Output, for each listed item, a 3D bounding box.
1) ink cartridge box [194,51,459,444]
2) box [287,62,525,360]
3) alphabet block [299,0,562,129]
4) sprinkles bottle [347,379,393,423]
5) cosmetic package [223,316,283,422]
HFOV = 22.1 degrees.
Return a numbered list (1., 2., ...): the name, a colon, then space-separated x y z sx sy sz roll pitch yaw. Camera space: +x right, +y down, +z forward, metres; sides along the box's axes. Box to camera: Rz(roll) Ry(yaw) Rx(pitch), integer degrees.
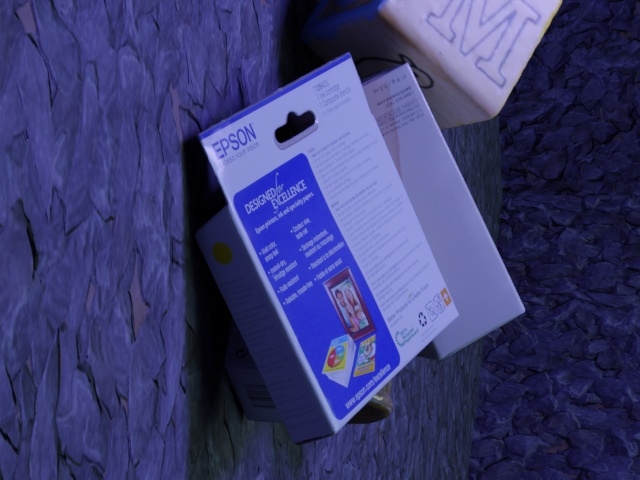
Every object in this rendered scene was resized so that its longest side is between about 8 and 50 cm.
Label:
1. ink cartridge box: 0.000 0.000 1.620 0.303 0.072 0.307 -35 102 -55
2. box: 0.094 -0.031 1.846 0.311 0.121 0.148 64 -14 -6
3. alphabet block: 0.129 -0.264 1.933 0.197 0.192 0.193 39 70 -22
4. sprinkles bottle: 0.042 0.037 1.983 0.121 0.121 0.355 65 27 -65
5. cosmetic package: -0.034 0.063 1.705 0.117 0.085 0.231 73 22 -54
